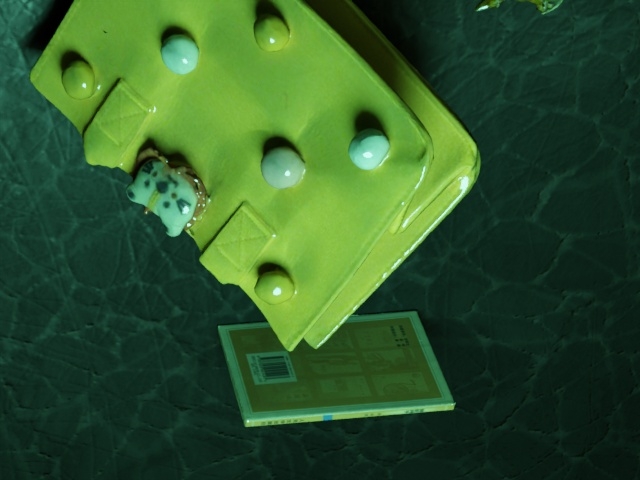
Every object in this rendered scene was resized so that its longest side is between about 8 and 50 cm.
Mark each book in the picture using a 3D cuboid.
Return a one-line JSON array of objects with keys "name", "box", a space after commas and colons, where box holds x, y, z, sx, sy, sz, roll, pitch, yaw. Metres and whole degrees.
[{"name": "book", "box": [0.015, 0.144, 2.157, 0.241, 0.170, 0.018, -3, 127, -14]}]

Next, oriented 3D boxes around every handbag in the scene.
[{"name": "handbag", "box": [-0.073, -0.115, 1.780, 0.283, 0.401, 0.133, -50, 165, 28]}]

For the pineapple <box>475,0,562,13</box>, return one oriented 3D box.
[{"name": "pineapple", "box": [0.240, -0.320, 1.797, 0.158, 0.161, 0.334, -15, 143, -16]}]
